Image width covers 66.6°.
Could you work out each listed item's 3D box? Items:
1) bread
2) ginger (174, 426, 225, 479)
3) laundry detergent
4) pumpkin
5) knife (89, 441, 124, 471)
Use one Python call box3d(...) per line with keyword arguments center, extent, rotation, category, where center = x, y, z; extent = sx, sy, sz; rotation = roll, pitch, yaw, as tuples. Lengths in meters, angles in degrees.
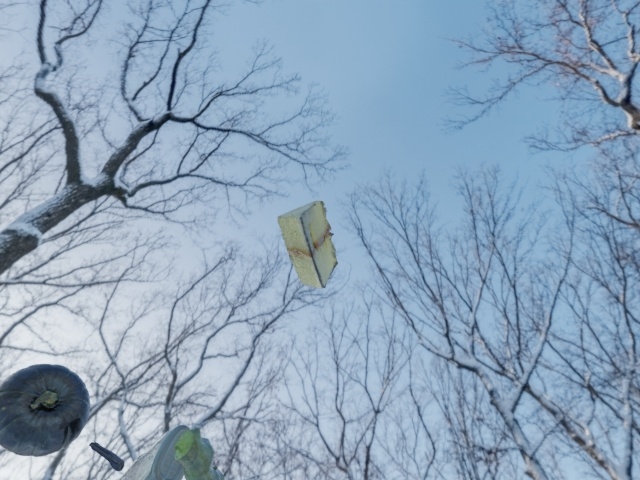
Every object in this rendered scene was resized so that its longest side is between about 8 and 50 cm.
box3d(center=(0.000, 0.000, 1.447), extent=(0.178, 0.135, 0.240), rotation=(-30, -68, -32), category="bread")
box3d(center=(-0.360, 0.691, 1.492), extent=(0.089, 0.137, 0.289), rotation=(-15, -67, 1), category="ginger")
box3d(center=(-0.635, 0.856, 1.777), extent=(0.125, 0.264, 0.398), rotation=(41, -63, -17), category="laundry detergent")
box3d(center=(-0.983, 0.594, 1.717), extent=(0.323, 0.323, 0.241), rotation=(36, -60, -16), category="pumpkin")
box3d(center=(-0.596, 0.600, 1.359), extent=(0.121, 0.018, 0.031), rotation=(44, -107, -13), category="knife")
